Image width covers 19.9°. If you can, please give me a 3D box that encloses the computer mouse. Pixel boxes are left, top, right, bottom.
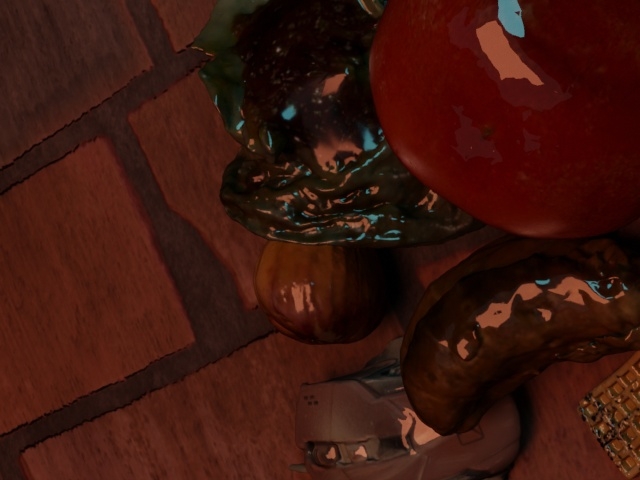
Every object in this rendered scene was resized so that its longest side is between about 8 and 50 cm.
[{"bbox_3d":[0.066,0.222,2.054,0.389,0.115,0.199,-21,87,45],"label":"computer mouse"}]

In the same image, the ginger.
[{"bbox_3d":[0.203,0.072,1.826,0.321,0.165,0.172,-31,66,36],"label":"ginger"}]

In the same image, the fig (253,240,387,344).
[{"bbox_3d":[-0.014,0.010,2.028,0.160,0.143,0.230,-179,70,-81],"label":"fig"}]

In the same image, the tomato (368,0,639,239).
[{"bbox_3d":[0.208,-0.169,1.638,0.325,0.290,0.293,44,132,2],"label":"tomato"}]

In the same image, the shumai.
[{"bbox_3d":[0.040,-0.153,1.833,0.330,0.292,0.288,4,103,16],"label":"shumai"}]

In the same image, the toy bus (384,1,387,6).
[{"bbox_3d":[0.042,-0.231,1.947,0.123,0.060,0.075,-23,84,44],"label":"toy bus"}]

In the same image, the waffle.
[{"bbox_3d":[0.330,0.165,1.827,0.102,0.042,0.148,54,134,15],"label":"waffle"}]
